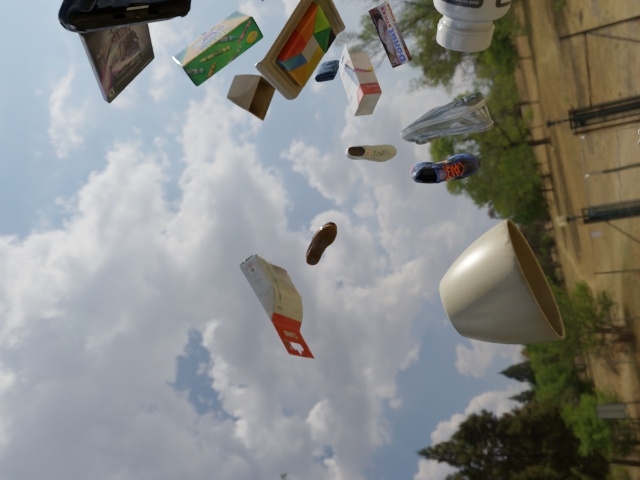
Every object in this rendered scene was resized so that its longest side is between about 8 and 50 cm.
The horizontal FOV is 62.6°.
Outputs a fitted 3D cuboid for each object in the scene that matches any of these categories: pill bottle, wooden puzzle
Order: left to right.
[{"bbox_3d":[-0.037,-0.467,1.274,0.044,0.239,0.221,40,-174,17],"label":"wooden puzzle"},{"bbox_3d":[0.350,-0.600,1.171,0.176,0.176,0.319,-68,-15,-48],"label":"pill bottle"}]

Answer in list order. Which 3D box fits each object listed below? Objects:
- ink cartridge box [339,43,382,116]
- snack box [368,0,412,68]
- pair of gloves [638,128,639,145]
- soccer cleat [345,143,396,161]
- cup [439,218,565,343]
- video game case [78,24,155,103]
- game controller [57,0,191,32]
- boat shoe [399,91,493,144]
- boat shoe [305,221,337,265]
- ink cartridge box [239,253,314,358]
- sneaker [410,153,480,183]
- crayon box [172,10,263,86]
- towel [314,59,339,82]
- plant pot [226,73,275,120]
[{"bbox_3d":[0.120,-0.506,1.647,0.115,0.067,0.198,118,139,-65],"label":"ink cartridge box"},{"bbox_3d":[0.202,-0.594,1.523,0.022,0.064,0.178,-44,-65,-36],"label":"snack box"},{"bbox_3d":[1.109,-0.409,1.687,0.240,0.042,0.204,-58,-32,9],"label":"pair of gloves"},{"bbox_3d":[0.192,-0.333,1.997,0.076,0.196,0.068,2,-93,-85],"label":"soccer cleat"},{"bbox_3d":[0.460,0.139,1.400,0.331,0.237,0.331,42,-146,-37],"label":"cup"},{"bbox_3d":[-0.510,-0.495,1.343,0.196,0.026,0.274,-55,-1,-20],"label":"video game case"},{"bbox_3d":[-0.390,-0.515,1.113,0.319,0.166,0.067,-34,-92,-43],"label":"game controller"},{"bbox_3d":[0.350,-0.328,1.511,0.118,0.320,0.103,-39,-75,-30],"label":"boat shoe"},{"bbox_3d":[0.000,0.000,1.942,0.073,0.207,0.073,25,-142,-14],"label":"boat shoe"},{"bbox_3d":[-0.078,0.152,1.203,0.232,0.066,0.189,53,-176,22],"label":"ink cartridge box"},{"bbox_3d":[0.391,-0.214,1.660,0.087,0.221,0.083,-57,-48,-61],"label":"sneaker"},{"bbox_3d":[-0.342,-0.637,1.739,0.081,0.278,0.165,55,174,-39],"label":"crayon box"},{"bbox_3d":[0.021,-0.530,1.637,0.119,0.067,0.029,-76,-26,-50],"label":"towel"},{"bbox_3d":[-0.212,-0.432,1.558,0.109,0.096,0.109,-69,-18,4],"label":"plant pot"}]
